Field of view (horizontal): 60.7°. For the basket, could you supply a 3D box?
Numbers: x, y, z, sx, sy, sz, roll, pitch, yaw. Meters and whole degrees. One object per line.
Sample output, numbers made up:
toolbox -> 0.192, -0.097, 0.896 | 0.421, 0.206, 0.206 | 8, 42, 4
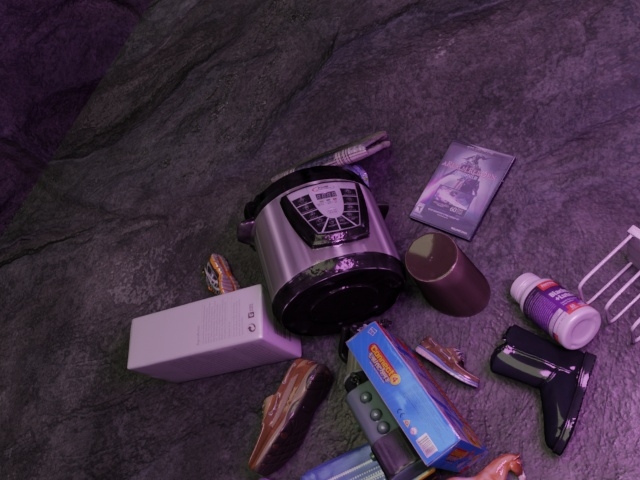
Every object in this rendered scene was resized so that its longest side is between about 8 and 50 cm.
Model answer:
basket -> 0.306, 0.080, 1.371 | 0.204, 0.227, 0.154 | 31, 84, 36

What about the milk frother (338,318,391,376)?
milk frother -> 0.131, 0.283, 1.455 | 0.129, 0.143, 0.134 | -142, 54, -61

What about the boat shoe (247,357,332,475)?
boat shoe -> -0.094, 0.466, 1.476 | 0.120, 0.122, 0.324 | 20, 69, 39

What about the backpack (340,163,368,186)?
backpack -> 0.095, -0.186, 1.691 | 0.084, 0.105, 0.114 | -30, 51, -14

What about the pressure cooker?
pressure cooker -> -0.003, 0.004, 1.488 | 0.375, 0.370, 0.420 | -35, 54, 23

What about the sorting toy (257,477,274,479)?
sorting toy -> -0.094, 0.749, 1.325 | 0.127, 0.126, 0.365 | -39, 55, 7

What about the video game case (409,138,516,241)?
video game case -> 0.401, -0.148, 1.554 | 0.196, 0.026, 0.274 | 25, 81, 34

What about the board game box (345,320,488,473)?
board game box -> 0.222, 0.359, 1.235 | 0.086, 0.302, 0.308 | -40, 55, 5

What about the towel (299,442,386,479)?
towel -> 0.104, 0.681, 1.313 | 0.243, 0.040, 0.336 | -30, 58, 10

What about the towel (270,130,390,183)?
towel -> 0.041, -0.246, 1.660 | 0.312, 0.324, 0.056 | -17, 103, 24

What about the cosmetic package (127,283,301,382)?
cosmetic package -> -0.308, 0.285, 1.601 | 0.453, 0.230, 0.161 | -16, 60, 20

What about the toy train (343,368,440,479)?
toy train -> 0.158, 0.444, 1.263 | 0.142, 0.190, 0.334 | -30, 42, -3

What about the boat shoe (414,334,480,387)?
boat shoe -> 0.321, 0.295, 1.357 | 0.183, 0.066, 0.066 | 30, 82, 35

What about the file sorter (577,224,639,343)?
file sorter -> 0.716, 0.144, 1.145 | 0.173, 0.193, 0.277 | -46, 54, 4

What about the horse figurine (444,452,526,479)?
horse figurine -> 0.336, 0.583, 1.212 | 0.263, 0.066, 0.174 | -18, 65, 17

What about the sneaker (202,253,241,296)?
sneaker -> -0.323, 0.144, 1.775 | 0.083, 0.084, 0.215 | -44, 50, 19

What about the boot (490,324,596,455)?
boot -> 0.482, 0.329, 1.235 | 0.207, 0.094, 0.246 | 17, 69, 29

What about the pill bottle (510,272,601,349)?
pill bottle -> 0.535, 0.155, 1.266 | 0.108, 0.108, 0.193 | -44, 35, 3
